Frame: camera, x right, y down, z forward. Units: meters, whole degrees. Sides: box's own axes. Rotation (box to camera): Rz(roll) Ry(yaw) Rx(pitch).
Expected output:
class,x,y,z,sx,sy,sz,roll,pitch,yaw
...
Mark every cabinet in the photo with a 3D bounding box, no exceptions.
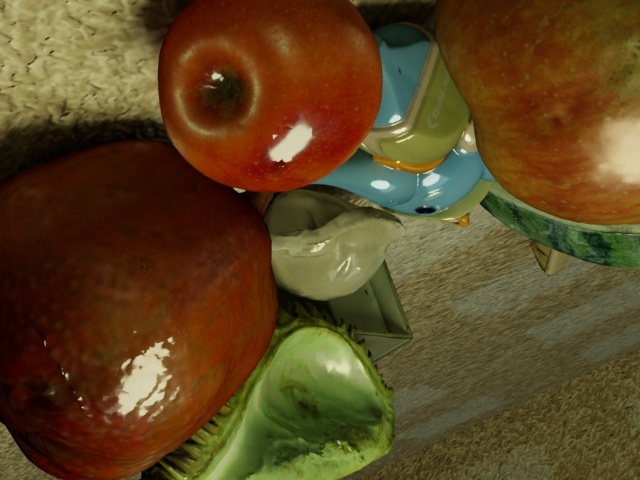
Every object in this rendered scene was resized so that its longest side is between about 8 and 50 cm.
class,x,y,z,sx,sy,sz,roll,pitch,yaw
cabinet,-0.026,0.097,1.496,0.206,0.150,0.145,-35,152,32

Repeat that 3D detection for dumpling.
class,x,y,z,sx,sy,sz,roll,pitch,yaw
dumpling,0.000,0.000,1.299,0.199,0.118,0.136,-10,164,-19

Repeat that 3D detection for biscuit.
class,x,y,z,sx,sy,sz,roll,pitch,yaw
biscuit,0.343,0.001,1.795,0.052,0.056,0.188,-21,160,0

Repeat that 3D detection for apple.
class,x,y,z,sx,sy,sz,roll,pitch,yaw
apple,-0.039,-0.114,0.892,0.163,0.163,0.139,-36,165,35
apple,0.211,-0.140,0.932,0.250,0.278,0.309,-16,154,40

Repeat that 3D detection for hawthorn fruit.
class,x,y,z,sx,sy,sz,roll,pitch,yaw
hawthorn fruit,-0.179,0.056,1.060,0.295,0.295,0.311,-36,-179,35

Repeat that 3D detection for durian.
class,x,y,z,sx,sy,sz,roll,pitch,yaw
durian,-0.066,0.193,1.245,0.163,0.198,0.394,-35,178,32

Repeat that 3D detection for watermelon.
class,x,y,z,sx,sy,sz,roll,pitch,yaw
watermelon,0.311,-0.081,1.455,0.261,0.201,0.213,18,174,19

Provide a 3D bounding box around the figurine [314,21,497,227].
class,x,y,z,sx,sy,sz,roll,pitch,yaw
figurine,0.068,-0.103,1.104,0.180,0.154,0.262,-22,146,27

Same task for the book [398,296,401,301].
class,x,y,z,sx,sy,sz,roll,pitch,yaw
book,0.025,0.125,1.849,0.172,0.012,0.118,-33,158,30
